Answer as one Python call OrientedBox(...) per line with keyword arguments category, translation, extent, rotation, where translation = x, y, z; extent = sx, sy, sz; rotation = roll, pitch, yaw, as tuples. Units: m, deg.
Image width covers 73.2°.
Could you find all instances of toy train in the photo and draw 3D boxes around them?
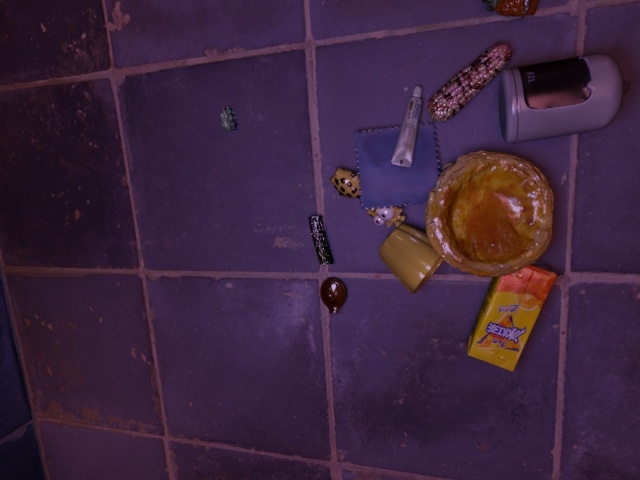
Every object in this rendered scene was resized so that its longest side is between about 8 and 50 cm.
OrientedBox(category="toy train", translation=(-0.334, -0.437, 1.557), extent=(0.053, 0.033, 0.083), rotation=(-13, 98, 22))

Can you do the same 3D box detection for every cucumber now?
OrientedBox(category="cucumber", translation=(0.000, 0.000, 1.543), extent=(0.058, 0.058, 0.187), rotation=(-13, 98, 19))

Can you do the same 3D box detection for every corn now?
OrientedBox(category="corn", translation=(0.440, -0.470, 1.297), extent=(0.280, 0.092, 0.092), rotation=(-41, 88, 16))

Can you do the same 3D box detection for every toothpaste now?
OrientedBox(category="toothpaste", translation=(0.281, -0.360, 1.364), extent=(0.067, 0.037, 0.256), rotation=(12, 92, 2))

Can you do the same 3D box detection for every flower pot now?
OrientedBox(category="flower pot", translation=(0.297, 0.046, 1.407), extent=(0.179, 0.195, 0.195), rotation=(41, 110, 17))

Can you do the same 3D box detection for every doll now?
OrientedBox(category="doll", translation=(0.156, -0.140, 1.453), extent=(0.291, 0.086, 0.117), rotation=(39, 145, 4))

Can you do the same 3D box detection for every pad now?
OrientedBox(category="pad", translation=(0.249, -0.239, 1.388), extent=(0.269, 0.012, 0.269), rotation=(-4, 87, 6))

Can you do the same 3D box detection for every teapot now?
OrientedBox(category="teapot", translation=(0.044, 0.200, 1.563), extent=(0.098, 0.078, 0.129), rotation=(0, 102, 17))

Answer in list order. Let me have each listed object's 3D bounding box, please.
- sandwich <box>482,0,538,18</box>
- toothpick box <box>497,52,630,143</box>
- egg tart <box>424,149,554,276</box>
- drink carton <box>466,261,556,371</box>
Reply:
OrientedBox(category="sandwich", translation=(0.543, -0.728, 1.194), extent=(0.159, 0.109, 0.185), rotation=(19, 107, 14))
OrientedBox(category="toothpick box", translation=(0.668, -0.385, 1.191), extent=(0.316, 0.229, 0.229), rotation=(-5, 101, 16))
OrientedBox(category="egg tart", translation=(0.495, -0.077, 1.294), extent=(0.387, 0.169, 0.388), rotation=(0, 85, 4))
OrientedBox(category="drink carton", translation=(0.603, 0.227, 1.389), extent=(0.154, 0.111, 0.351), rotation=(19, 108, 12))
